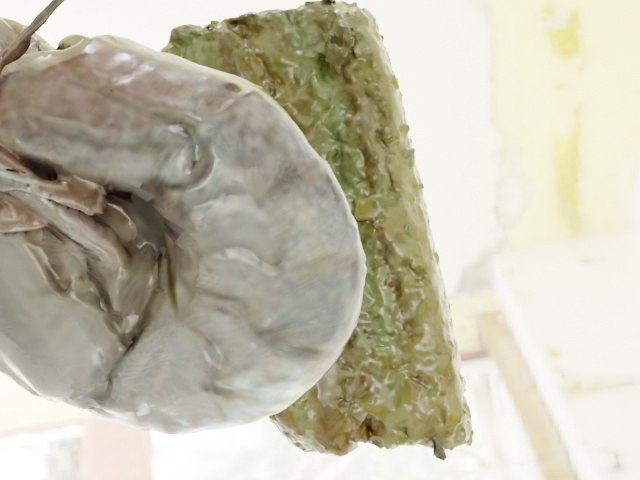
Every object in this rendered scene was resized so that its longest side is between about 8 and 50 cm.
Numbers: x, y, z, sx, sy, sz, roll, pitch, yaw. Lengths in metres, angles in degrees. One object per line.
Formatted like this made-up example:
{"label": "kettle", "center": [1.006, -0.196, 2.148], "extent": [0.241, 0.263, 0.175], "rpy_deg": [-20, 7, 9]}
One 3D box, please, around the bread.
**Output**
{"label": "bread", "center": [0.000, 0.000, 0.655], "extent": [0.138, 0.102, 0.196], "rpy_deg": [-5, 81, -85]}

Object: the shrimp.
{"label": "shrimp", "center": [-0.142, -0.047, 0.496], "extent": [0.116, 0.343, 0.145], "rpy_deg": [-56, 168, -45]}
